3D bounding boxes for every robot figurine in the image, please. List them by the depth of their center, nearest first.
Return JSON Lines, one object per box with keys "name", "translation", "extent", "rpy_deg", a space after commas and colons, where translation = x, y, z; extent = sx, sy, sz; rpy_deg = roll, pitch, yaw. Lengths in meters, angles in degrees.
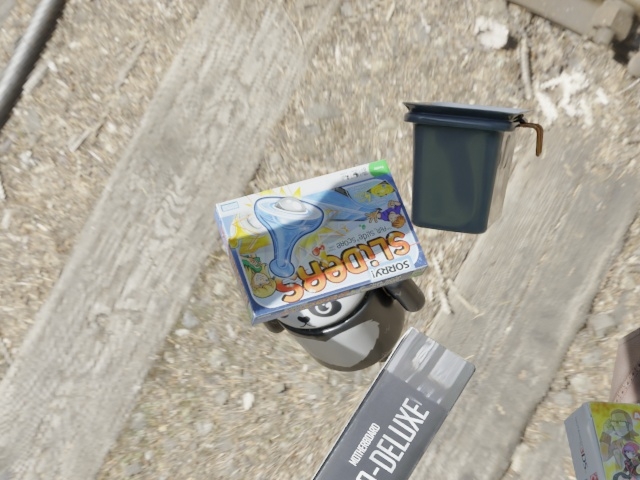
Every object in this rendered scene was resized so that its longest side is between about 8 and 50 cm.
{"name": "robot figurine", "translation": [0.023, 0.092, 1.470], "extent": [0.209, 0.278, 0.173], "rpy_deg": [-41, 51, -4]}

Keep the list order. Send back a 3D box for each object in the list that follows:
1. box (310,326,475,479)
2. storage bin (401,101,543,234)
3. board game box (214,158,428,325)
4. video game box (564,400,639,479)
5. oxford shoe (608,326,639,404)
{"name": "box", "translation": [0.050, 0.230, 1.016], "extent": [0.076, 0.307, 0.242], "rpy_deg": [32, 79, 9]}
{"name": "storage bin", "translation": [0.115, -0.056, 0.748], "extent": [0.098, 0.135, 0.091], "rpy_deg": [7, 101, 16]}
{"name": "board game box", "translation": [0.000, 0.000, 1.083], "extent": [0.201, 0.035, 0.136], "rpy_deg": [-17, 72, -15]}
{"name": "video game box", "translation": [0.300, 0.220, 0.754], "extent": [0.205, 0.048, 0.187], "rpy_deg": [7, 58, -16]}
{"name": "oxford shoe", "translation": [0.404, 0.197, 1.191], "extent": [0.130, 0.133, 0.363], "rpy_deg": [22, 105, -31]}
